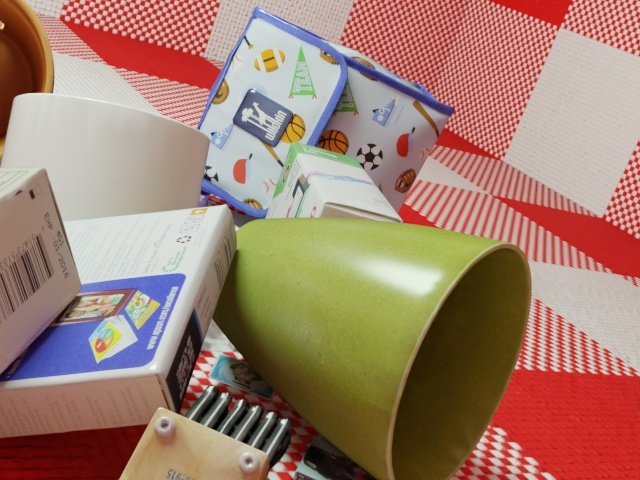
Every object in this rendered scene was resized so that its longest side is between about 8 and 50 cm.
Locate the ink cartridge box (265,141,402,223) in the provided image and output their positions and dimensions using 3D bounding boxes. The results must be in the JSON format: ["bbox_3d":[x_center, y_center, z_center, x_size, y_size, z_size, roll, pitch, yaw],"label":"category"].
[{"bbox_3d":[0.000,0.000,1.337,0.117,0.201,0.278,15,18,-17],"label":"ink cartridge box"}]

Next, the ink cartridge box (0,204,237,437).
[{"bbox_3d":[-0.254,0.070,0.880,0.307,0.072,0.303,-8,28,10],"label":"ink cartridge box"}]

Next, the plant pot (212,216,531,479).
[{"bbox_3d":[0.031,0.086,1.002,0.293,0.274,0.275,22,15,32],"label":"plant pot"}]

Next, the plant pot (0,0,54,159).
[{"bbox_3d":[-0.539,-0.244,1.393,0.291,0.291,0.203,17,0,-11],"label":"plant pot"}]

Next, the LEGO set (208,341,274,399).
[{"bbox_3d":[-0.102,0.134,1.116,0.244,0.060,0.182,20,29,1],"label":"LEGO set"}]

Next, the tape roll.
[{"bbox_3d":[-0.269,-0.068,1.147,0.246,0.169,0.246,10,-5,1],"label":"tape roll"}]

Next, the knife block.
[{"bbox_3d":[-0.108,0.237,0.717,0.088,0.242,0.275,22,62,8],"label":"knife block"}]

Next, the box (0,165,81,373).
[{"bbox_3d":[-0.350,0.024,0.791,0.232,0.126,0.148,0,28,20],"label":"box"}]

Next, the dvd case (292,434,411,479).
[{"bbox_3d":[0.038,0.244,0.950,0.119,0.013,0.087,24,17,7],"label":"dvd case"}]

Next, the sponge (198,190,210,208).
[{"bbox_3d":[-0.265,-0.065,1.524,0.117,0.031,0.210,21,18,5],"label":"sponge"}]

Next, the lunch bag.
[{"bbox_3d":[-0.015,-0.185,1.634,0.385,0.328,0.239,23,13,-22],"label":"lunch bag"}]
